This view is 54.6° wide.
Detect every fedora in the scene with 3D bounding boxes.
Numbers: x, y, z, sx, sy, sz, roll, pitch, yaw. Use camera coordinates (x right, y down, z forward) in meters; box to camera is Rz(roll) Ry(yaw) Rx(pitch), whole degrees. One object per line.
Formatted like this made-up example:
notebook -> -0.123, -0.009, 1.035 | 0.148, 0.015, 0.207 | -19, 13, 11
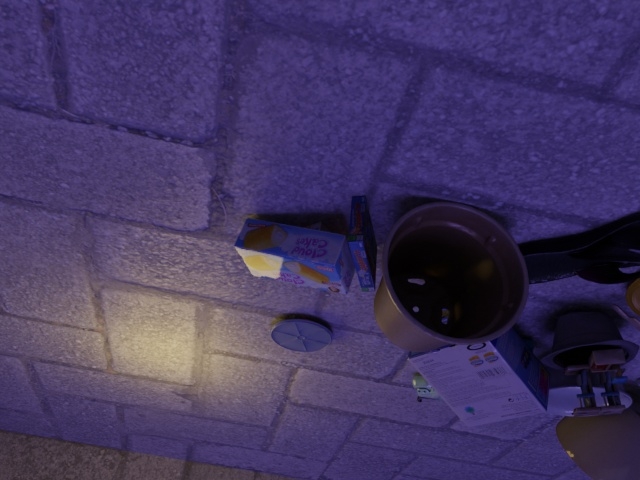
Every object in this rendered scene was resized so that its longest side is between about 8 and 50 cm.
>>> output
fedora -> 0.735, 0.273, 1.717 | 0.276, 0.124, 0.244 | 17, 146, -29

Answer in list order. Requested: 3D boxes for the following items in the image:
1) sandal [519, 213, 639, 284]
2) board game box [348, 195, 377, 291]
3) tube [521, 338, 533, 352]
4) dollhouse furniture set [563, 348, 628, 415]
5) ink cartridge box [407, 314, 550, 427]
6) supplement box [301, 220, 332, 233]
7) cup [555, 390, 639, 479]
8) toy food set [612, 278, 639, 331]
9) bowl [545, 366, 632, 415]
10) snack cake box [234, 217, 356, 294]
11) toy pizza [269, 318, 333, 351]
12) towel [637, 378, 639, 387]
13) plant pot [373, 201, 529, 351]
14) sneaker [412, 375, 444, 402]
sandal -> 0.661, 0.050, 1.449 | 0.446, 0.107, 0.167 | -18, 137, 29
board game box -> 0.102, 0.011, 1.469 | 0.035, 0.136, 0.201 | -3, 143, 13
tube -> 0.536, 0.316, 1.879 | 0.207, 0.052, 0.080 | 4, 139, 13
dollhouse furniture set -> 0.734, 0.382, 1.650 | 0.129, 0.129, 0.183 | -7, 151, 11
ink cartridge box -> 0.443, 0.345, 1.792 | 0.270, 0.151, 0.395 | -26, 116, 37
supplement box -> 0.000, 0.000, 1.553 | 0.062, 0.036, 0.098 | -17, 136, 30
cup -> 0.994, 0.642, 2.049 | 0.331, 0.331, 0.237 | 21, 113, -18
toy food set -> 0.850, 0.131, 1.566 | 0.128, 0.071, 0.217 | 37, 138, 12
bowl -> 0.789, 0.438, 1.911 | 0.298, 0.134, 0.298 | 4, 149, 2
snack cake box -> -0.058, 0.039, 1.515 | 0.265, 0.089, 0.152 | 10, 150, 21
toy pizza -> -0.060, 0.294, 1.959 | 0.201, 0.032, 0.201 | 4, 142, 3
towel -> 1.180, 0.503, 2.027 | 0.209, 0.034, 0.285 | -19, 136, 32
plant pot -> 0.270, 0.125, 1.476 | 0.334, 0.333, 0.305 | 11, 154, -5
sneaker -> 0.382, 0.473, 2.072 | 0.151, 0.094, 0.255 | 3, 142, 11
